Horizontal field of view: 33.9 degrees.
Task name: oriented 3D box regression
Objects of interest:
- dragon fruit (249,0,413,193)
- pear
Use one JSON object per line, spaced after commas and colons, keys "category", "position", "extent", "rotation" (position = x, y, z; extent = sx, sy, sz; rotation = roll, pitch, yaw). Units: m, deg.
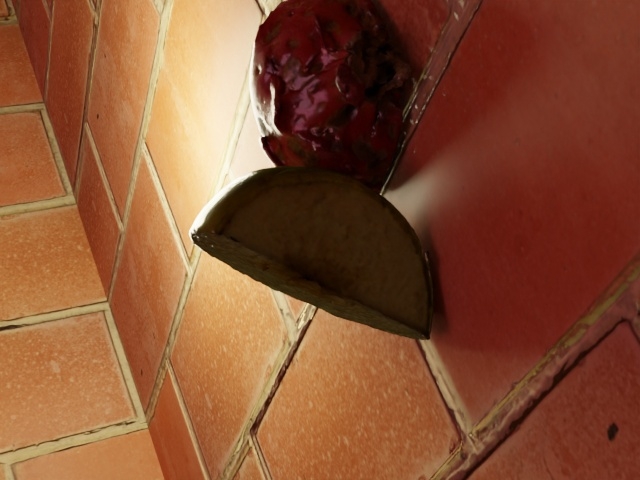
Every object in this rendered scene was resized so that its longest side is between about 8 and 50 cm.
{"category": "dragon fruit", "position": [0.011, -0.179, 1.179], "extent": [0.211, 0.134, 0.262], "rotation": [-16, 85, 62]}
{"category": "pear", "position": [-0.015, 0.006, 1.224], "extent": [0.239, 0.288, 0.139], "rotation": [-22, 45, 65]}
